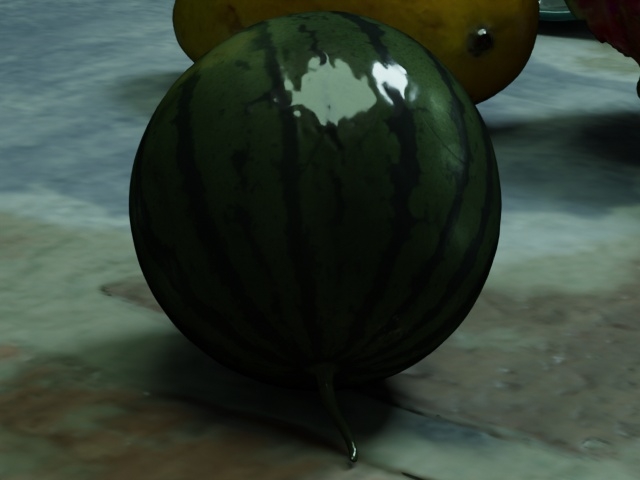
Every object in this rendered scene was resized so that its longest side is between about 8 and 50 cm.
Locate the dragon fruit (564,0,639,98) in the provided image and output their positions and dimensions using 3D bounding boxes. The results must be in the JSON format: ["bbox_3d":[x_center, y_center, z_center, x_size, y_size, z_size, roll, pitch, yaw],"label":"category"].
[{"bbox_3d":[0.184,-0.108,0.751,0.166,0.160,0.172,-16,36,-26],"label":"dragon fruit"}]

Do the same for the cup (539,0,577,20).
[{"bbox_3d":[0.149,-0.210,1.051,0.300,0.167,0.173,33,13,4],"label":"cup"}]

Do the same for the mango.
[{"bbox_3d":[0.013,-0.100,0.801,0.165,0.089,0.115,3,17,5],"label":"mango"}]

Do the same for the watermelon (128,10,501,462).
[{"bbox_3d":[0.000,0.000,0.507,0.105,0.105,0.133,0,56,-10],"label":"watermelon"}]
